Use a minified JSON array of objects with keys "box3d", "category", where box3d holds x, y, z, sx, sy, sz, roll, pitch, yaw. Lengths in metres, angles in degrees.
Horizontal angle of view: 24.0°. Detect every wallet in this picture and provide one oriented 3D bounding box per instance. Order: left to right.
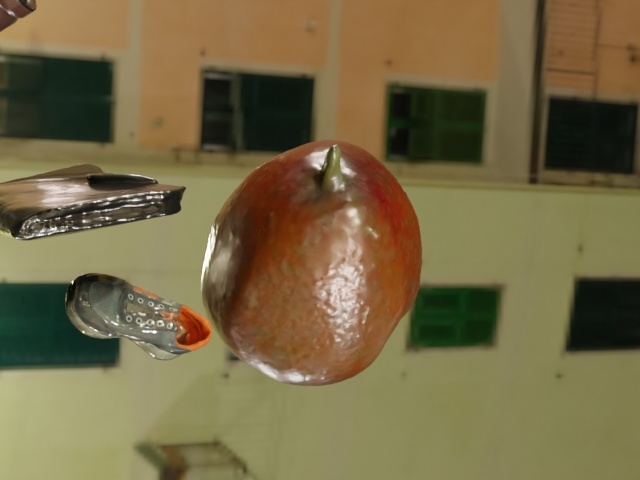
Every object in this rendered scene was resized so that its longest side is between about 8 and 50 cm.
[{"box3d":[-0.285,-0.041,1.676,0.377,0.197,0.051,-167,-114,-66],"category":"wallet"}]

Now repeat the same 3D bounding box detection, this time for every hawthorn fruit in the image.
[{"box3d":[0.000,0.000,1.248,0.251,0.199,0.199,106,-30,-53],"category":"hawthorn fruit"}]

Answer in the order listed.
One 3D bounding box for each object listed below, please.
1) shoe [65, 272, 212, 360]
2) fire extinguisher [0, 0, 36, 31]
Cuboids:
[{"box3d":[-0.200,0.082,1.693,0.077,0.194,0.074,-9,-115,35],"category":"shoe"},{"box3d":[-0.366,-0.161,1.336,0.252,0.106,0.075,-30,-145,9],"category":"fire extinguisher"}]
